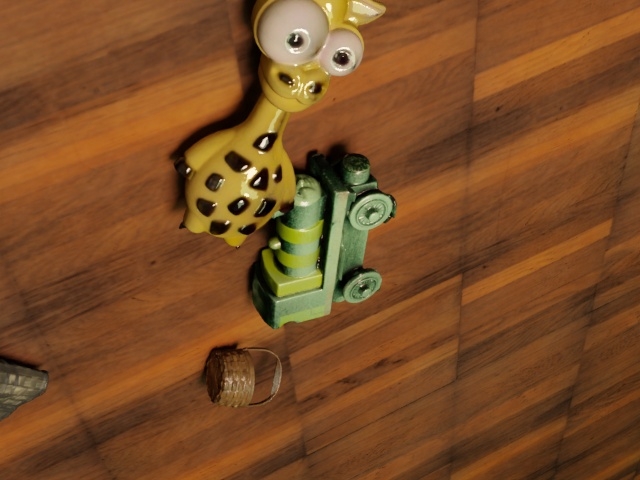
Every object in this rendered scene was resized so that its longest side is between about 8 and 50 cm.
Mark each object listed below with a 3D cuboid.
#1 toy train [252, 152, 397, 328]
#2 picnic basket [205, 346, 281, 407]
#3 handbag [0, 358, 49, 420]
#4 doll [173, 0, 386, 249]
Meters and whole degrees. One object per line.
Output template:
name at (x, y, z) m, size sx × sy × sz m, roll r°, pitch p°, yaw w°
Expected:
toy train at (0.000, -0.001, 0.969) m, size 0.132 × 0.083 × 0.200 m, roll -15°, pitch 137°, yaw -20°
picnic basket at (-0.084, 0.156, 1.075) m, size 0.083 × 0.072 × 0.072 m, roll 3°, pitch 129°, yaw -27°
handbag at (-0.398, 0.192, 0.881) m, size 0.270 × 0.088 × 0.175 m, roll -38°, pitch 150°, yaw 3°
doll at (-0.040, -0.113, 0.818) m, size 0.117 × 0.086 × 0.291 m, roll 15°, pitch 121°, yaw -25°
